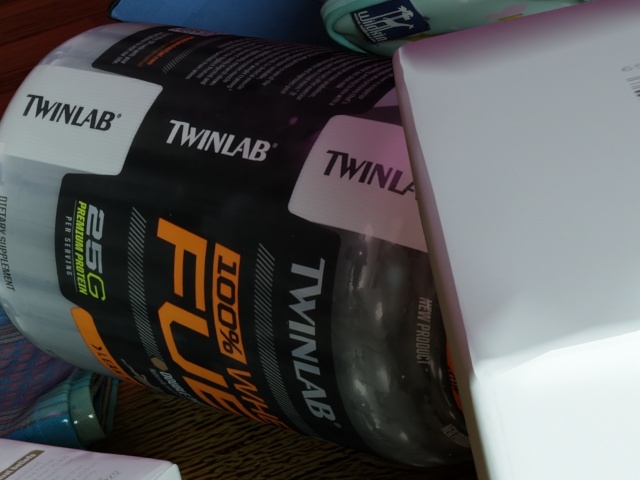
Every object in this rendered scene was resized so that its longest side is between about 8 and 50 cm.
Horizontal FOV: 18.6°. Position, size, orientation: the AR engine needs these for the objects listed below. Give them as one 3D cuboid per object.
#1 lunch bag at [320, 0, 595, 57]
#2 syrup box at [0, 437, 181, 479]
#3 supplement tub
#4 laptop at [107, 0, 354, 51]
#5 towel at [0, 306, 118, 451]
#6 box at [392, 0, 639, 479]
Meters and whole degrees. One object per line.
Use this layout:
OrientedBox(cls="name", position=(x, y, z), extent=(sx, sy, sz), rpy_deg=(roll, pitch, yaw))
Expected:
OrientedBox(cls="lunch bag", position=(0.147, -0.147, 1.043), extent=(0.224, 0.108, 0.279), rpy_deg=(-7, -13, 44))
OrientedBox(cls="syrup box", position=(-0.174, 0.155, 0.945), extent=(0.237, 0.093, 0.096), rpy_deg=(3, 27, 37))
OrientedBox(cls="supplement tub", position=(0.000, 0.000, 1.046), extent=(0.338, 0.207, 0.207), rpy_deg=(12, 32, 36))
OrientedBox(cls="laptop", position=(0.157, -0.173, 1.253), extent=(0.408, 0.236, 0.382), rpy_deg=(21, 7, 40))
OrientedBox(cls="towel", position=(-0.304, 0.099, 1.240), extent=(0.370, 0.040, 0.271), rpy_deg=(-12, 21, 4))
OrientedBox(cls="box", position=(0.138, 0.123, 0.489), extent=(0.168, 0.345, 0.215), rpy_deg=(-12, 22, 3))
